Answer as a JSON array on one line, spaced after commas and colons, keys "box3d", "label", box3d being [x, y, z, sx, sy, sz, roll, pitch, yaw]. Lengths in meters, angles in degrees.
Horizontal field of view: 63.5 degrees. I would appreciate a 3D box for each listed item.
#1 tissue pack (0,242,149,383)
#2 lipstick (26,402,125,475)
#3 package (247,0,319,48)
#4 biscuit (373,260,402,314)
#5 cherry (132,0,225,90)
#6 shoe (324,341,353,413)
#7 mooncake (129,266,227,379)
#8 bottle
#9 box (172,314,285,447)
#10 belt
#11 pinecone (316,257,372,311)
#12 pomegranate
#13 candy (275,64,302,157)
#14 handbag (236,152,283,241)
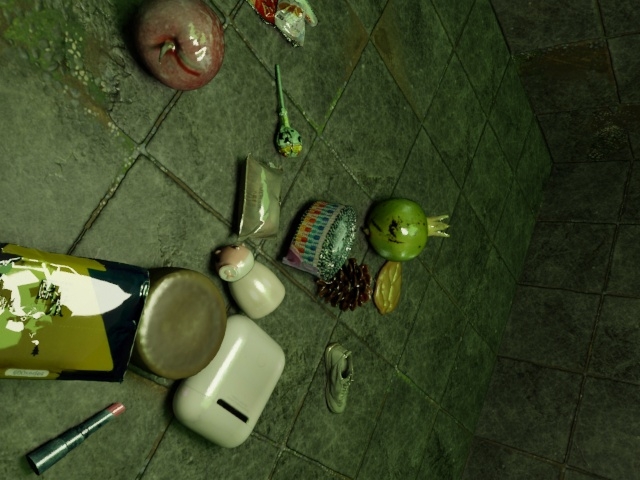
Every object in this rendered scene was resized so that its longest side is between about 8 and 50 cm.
[{"box3d": [-0.606, 0.140, 1.053, 0.416, 0.253, 0.264, 19, 79, -45], "label": "tissue pack"}, {"box3d": [-0.581, 0.469, 1.254, 0.234, 0.053, 0.054, -31, 115, -44], "label": "lipstick"}, {"box3d": [-0.120, -0.758, 1.665, 0.269, 0.071, 0.194, 37, 63, -29], "label": "package"}, {"box3d": [0.297, 0.190, 2.214, 0.203, 0.041, 0.260, 28, 74, -45], "label": "biscuit"}, {"box3d": [-0.357, -0.506, 1.310, 0.285, 0.212, 0.236, -72, 168, -48], "label": "cherry"}, {"box3d": [0.078, 0.528, 1.959, 0.103, 0.098, 0.275, -14, 105, -43], "label": "shoe"}, {"box3d": [-0.397, 0.211, 1.361, 0.284, 0.155, 0.285, -2, 93, -46], "label": "mooncake"}, {"box3d": [-0.225, 0.109, 1.559, 0.147, 0.147, 0.237, -52, 121, -32], "label": "bottle"}, {"box3d": [-0.261, 0.417, 1.539, 0.289, 0.141, 0.349, 52, 57, -38], "label": "box"}, {"box3d": [0.000, 0.000, 1.789, 0.295, 0.160, 0.207, -64, 151, -21], "label": "belt"}, {"box3d": [0.082, 0.159, 1.869, 0.207, 0.207, 0.208, -5, 97, -48], "label": "pinecone"}, {"box3d": [0.343, -0.045, 2.057, 0.260, 0.340, 0.261, -7, 90, -81], "label": "pomegranate"}, {"box3d": [-0.116, -0.423, 1.687, 0.083, 0.091, 0.306, -10, 94, -45], "label": "candy"}, {"box3d": [-0.181, -0.123, 1.610, 0.182, 0.117, 0.271, 9, 85, -56], "label": "handbag"}]
